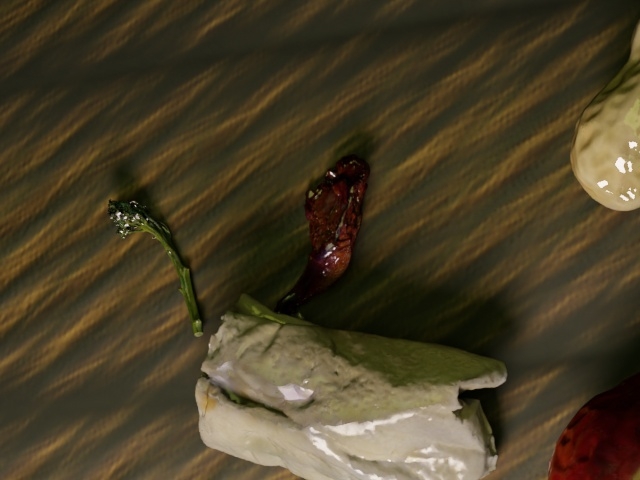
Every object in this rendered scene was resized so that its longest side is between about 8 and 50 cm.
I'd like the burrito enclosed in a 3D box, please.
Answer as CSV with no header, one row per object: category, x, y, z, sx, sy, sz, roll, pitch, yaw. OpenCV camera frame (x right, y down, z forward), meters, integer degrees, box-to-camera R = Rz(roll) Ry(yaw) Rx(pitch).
burrito,0.029,0.181,1.907,0.331,0.135,0.190,13,92,19

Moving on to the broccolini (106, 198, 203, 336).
broccolini,-0.181,0.024,2.051,0.052,0.054,0.194,-36,75,-9

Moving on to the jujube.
jujube,0.352,0.218,1.785,0.255,0.190,0.190,-38,73,-7

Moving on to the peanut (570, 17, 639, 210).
peanut,0.380,-0.170,1.839,0.152,0.152,0.313,38,99,19

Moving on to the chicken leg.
chicken leg,0.005,0.000,1.989,0.093,0.053,0.205,13,79,42
